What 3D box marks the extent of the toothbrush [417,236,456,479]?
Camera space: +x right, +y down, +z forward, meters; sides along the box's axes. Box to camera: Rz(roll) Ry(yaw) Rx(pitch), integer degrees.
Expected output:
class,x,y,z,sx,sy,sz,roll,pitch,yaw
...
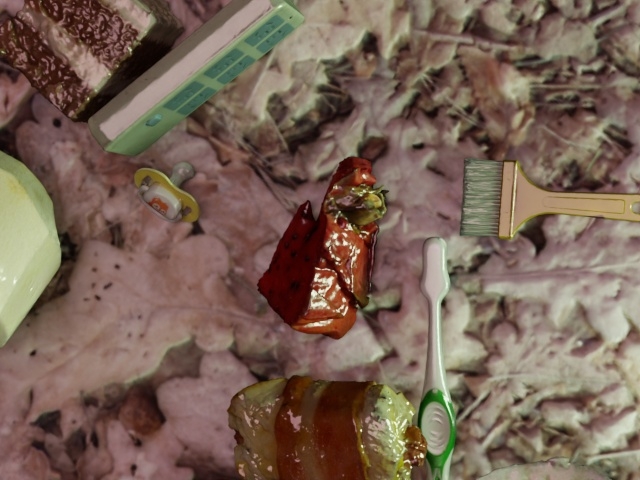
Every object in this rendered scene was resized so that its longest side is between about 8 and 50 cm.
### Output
class,x,y,z,sx,sy,sz,roll,pitch,yaw
toothbrush,0.121,0.205,1.669,0.042,0.040,0.418,-1,89,9

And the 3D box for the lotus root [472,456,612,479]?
class,x,y,z,sx,sy,sz,roll,pitch,yaw
lotus root,0.213,0.349,1.578,0.272,0.192,0.272,-1,81,5

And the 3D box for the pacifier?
class,x,y,z,sx,sy,sz,roll,pitch,yaw
pacifier,-0.160,-0.056,1.727,0.083,0.068,0.064,38,62,-8

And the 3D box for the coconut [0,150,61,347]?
class,x,y,z,sx,sy,sz,roll,pitch,yaw
coconut,-0.398,0.015,1.667,0.241,0.241,0.241,0,89,11

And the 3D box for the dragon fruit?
class,x,y,z,sx,sy,sz,roll,pitch,yaw
dragon fruit,0.017,0.006,1.691,0.092,0.122,0.192,19,89,-29

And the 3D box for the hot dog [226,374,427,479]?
class,x,y,z,sx,sy,sz,roll,pitch,yaw
hot dog,0.007,0.205,1.665,0.213,0.103,0.146,10,112,20

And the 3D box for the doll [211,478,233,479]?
class,x,y,z,sx,sy,sz,roll,pitch,yaw
doll,-0.104,0.320,1.658,0.290,0.161,0.130,7,46,-2

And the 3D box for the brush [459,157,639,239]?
class,x,y,z,sx,sy,sz,roll,pitch,yaw
brush,0.248,-0.039,1.663,0.205,0.011,0.083,4,89,10

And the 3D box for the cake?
class,x,y,z,sx,sy,sz,roll,pitch,yaw
cake,-0.242,-0.218,1.698,0.135,0.134,0.147,44,103,6

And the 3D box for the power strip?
class,x,y,z,sx,sy,sz,roll,pitch,yaw
power strip,-0.132,-0.178,1.683,0.270,0.118,0.046,-38,86,8
